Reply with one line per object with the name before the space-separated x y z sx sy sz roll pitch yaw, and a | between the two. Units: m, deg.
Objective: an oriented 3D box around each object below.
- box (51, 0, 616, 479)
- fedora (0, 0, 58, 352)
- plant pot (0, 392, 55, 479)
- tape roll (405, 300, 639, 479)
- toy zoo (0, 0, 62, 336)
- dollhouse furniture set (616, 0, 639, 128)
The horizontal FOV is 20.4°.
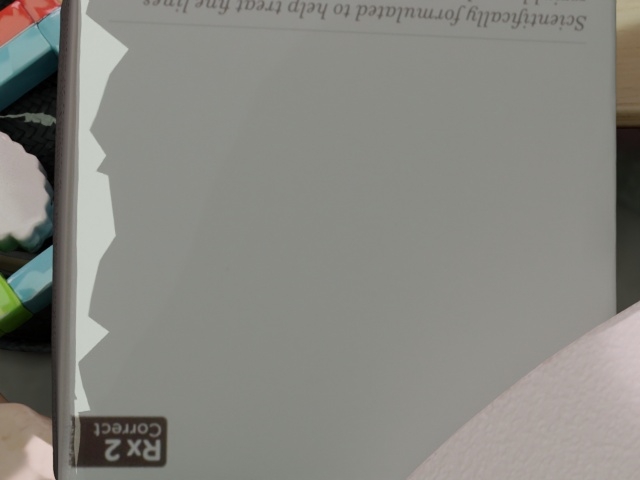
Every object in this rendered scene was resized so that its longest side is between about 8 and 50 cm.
box | 0.000 0.000 0.609 0.181 0.119 0.182 2 87 -11
fedora | -0.159 -0.112 0.872 0.334 0.152 0.334 -3 73 10
plant pot | -0.171 0.232 0.707 0.334 0.334 0.305 38 74 19
tape roll | 0.178 0.145 0.609 0.392 0.392 0.072 -28 46 3
toy zoo | -0.118 -0.090 0.767 0.293 0.030 0.192 -37 79 -6
dollhouse furniture set | 0.214 -0.111 0.704 0.394 0.256 0.362 0 86 4
